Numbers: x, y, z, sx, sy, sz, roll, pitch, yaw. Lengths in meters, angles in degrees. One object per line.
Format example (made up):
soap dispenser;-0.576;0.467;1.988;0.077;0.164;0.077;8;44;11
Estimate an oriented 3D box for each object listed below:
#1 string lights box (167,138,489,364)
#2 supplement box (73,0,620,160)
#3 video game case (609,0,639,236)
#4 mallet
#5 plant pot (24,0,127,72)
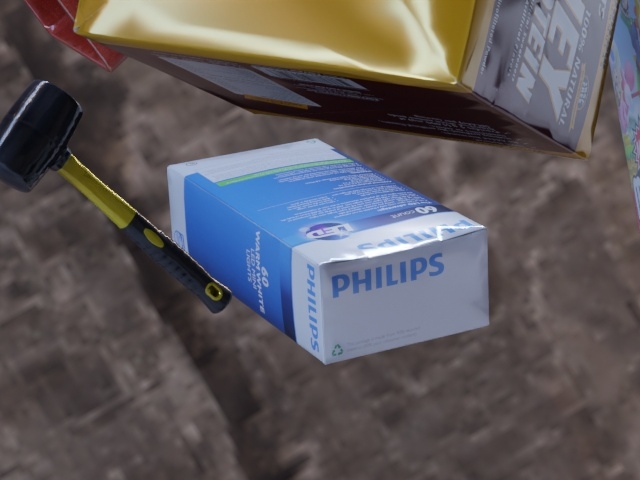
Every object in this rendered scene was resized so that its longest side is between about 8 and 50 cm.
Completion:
string lights box;0.000;0.000;1.438;0.133;0.076;0.260;-12;22;-24
supplement box;0.024;-0.127;0.935;0.191;0.129;0.194;10;-3;24
video game case;0.213;-0.095;1.196;0.025;0.285;0.204;-9;-3;-6
mallet;-0.125;-0.010;1.176;0.062;0.189;0.039;-51;30;-20
plant pot;-0.213;-0.350;1.857;0.236;0.267;0.267;-40;23;-8
